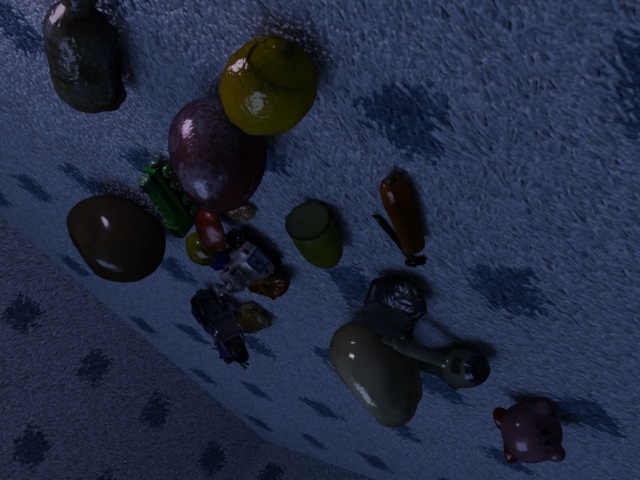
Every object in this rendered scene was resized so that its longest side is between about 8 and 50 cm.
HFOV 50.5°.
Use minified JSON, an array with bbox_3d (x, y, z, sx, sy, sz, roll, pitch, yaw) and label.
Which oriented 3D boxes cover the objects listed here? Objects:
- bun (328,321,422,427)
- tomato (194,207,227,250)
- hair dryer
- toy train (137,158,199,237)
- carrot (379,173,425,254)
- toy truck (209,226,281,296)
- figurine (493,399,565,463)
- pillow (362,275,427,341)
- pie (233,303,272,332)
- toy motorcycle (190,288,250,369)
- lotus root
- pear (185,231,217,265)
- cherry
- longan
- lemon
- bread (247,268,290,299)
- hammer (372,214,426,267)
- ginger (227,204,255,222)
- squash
[{"bbox_3d":[0.173,0.385,2.026,0.361,0.213,0.361,50,176,4],"label":"bun"},{"bbox_3d":[-0.323,-0.039,1.952,0.155,0.069,0.156,160,90,-75],"label":"tomato"},{"bbox_3d":[0.300,0.328,1.892,0.298,0.119,0.296,19,166,4],"label":"hair dryer"},{"bbox_3d":[-0.437,-0.123,1.958,0.085,0.119,0.251,14,149,36],"label":"toy train"},{"bbox_3d":[0.177,-0.057,1.446,0.067,0.067,0.225,15,150,32],"label":"carrot"},{"bbox_3d":[-0.240,0.077,2.012,0.161,0.177,0.213,45,152,-21],"label":"toy truck"},{"bbox_3d":[0.586,0.534,1.885,0.173,0.173,0.173,26,153,14],"label":"figurine"},{"bbox_3d":[0.195,0.187,1.808,0.161,0.093,0.335,25,153,10],"label":"pillow"},{"bbox_3d":[-0.270,0.300,2.551,0.128,0.068,0.282,44,149,-10],"label":"pie"},{"bbox_3d":[-0.369,0.334,2.537,0.359,0.125,0.213,52,155,28],"label":"toy motorcycle"},{"bbox_3d":[-0.531,-0.413,1.511,0.175,0.175,0.350,28,150,11],"label":"lotus root"},{"bbox_3d":[-0.367,0.028,2.152,0.131,0.107,0.107,38,155,8],"label":"pear"},{"bbox_3d":[-0.223,-0.194,1.484,0.212,0.286,0.236,-37,129,25],"label":"cherry"},{"bbox_3d":[-0.680,-0.014,2.262,0.350,0.288,0.288,38,156,15],"label":"longan"},{"bbox_3d":[-0.098,-0.280,1.244,0.193,0.181,0.181,-11,132,33],"label":"lemon"},{"bbox_3d":[-0.151,0.129,2.115,0.105,0.076,0.233,49,153,-18],"label":"bread"},{"bbox_3d":[0.180,-0.002,1.590,0.065,0.021,0.178,-6,132,51],"label":"hammer"},{"bbox_3d":[-0.281,-0.123,1.855,0.193,0.053,0.176,14,153,36],"label":"ginger"},{"bbox_3d":[0.000,0.000,1.686,0.123,0.123,0.187,14,153,33],"label":"squash"}]
